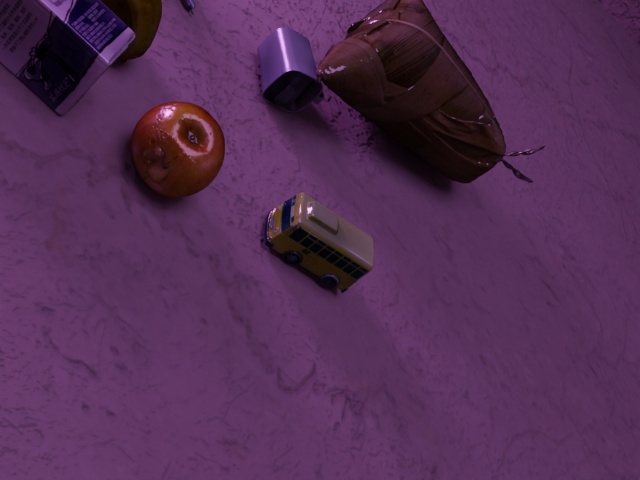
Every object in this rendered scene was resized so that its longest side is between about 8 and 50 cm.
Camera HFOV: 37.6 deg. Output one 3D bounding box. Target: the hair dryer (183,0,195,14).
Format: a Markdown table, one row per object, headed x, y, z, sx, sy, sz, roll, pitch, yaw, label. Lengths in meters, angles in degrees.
| x | y | z | sx | sy | sz | roll | pitch | yaw | label |
| --- | --- | --- | --- | --- | --- | --- | --- | --- | --- |
| -0.253 | -0.459 | 1.700 | 0.063 | 0.037 | 0.114 | -15 | 80 | -51 | hair dryer |

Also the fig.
| x | y | z | sx | sy | sz | roll | pitch | yaw | label |
| --- | --- | --- | --- | --- | --- | --- | --- | --- | --- |
| -0.317 | -0.366 | 1.465 | 0.154 | 0.144 | 0.166 | 74 | -7 | -85 | fig |

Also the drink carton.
| x | y | z | sx | sy | sz | roll | pitch | yaw | label |
| --- | --- | --- | --- | --- | --- | --- | --- | --- | --- |
| -0.394 | -0.306 | 1.317 | 0.222 | 0.134 | 0.102 | 42 | 39 | -16 | drink carton |

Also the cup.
| x | y | z | sx | sy | sz | roll | pitch | yaw | label |
| --- | --- | --- | --- | --- | --- | --- | --- | --- | --- |
| -0.048 | -0.313 | 1.763 | 0.128 | 0.095 | 0.129 | 21 | 46 | -39 | cup |

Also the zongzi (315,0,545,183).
| x | y | z | sx | sy | sz | roll | pitch | yaw | label |
| --- | --- | --- | --- | --- | --- | --- | --- | --- | --- |
| 0.197 | -0.214 | 1.873 | 0.500 | 0.218 | 0.467 | 51 | 38 | -12 | zongzi |

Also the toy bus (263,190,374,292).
| x | y | z | sx | sy | sz | roll | pitch | yaw | label |
| --- | --- | --- | --- | --- | --- | --- | --- | --- | --- |
| 0.000 | 0.000 | 1.554 | 0.175 | 0.101 | 0.088 | 33 | 41 | -26 | toy bus |

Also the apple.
| x | y | z | sx | sy | sz | roll | pitch | yaw | label |
| --- | --- | --- | --- | --- | --- | --- | --- | --- | --- |
| -0.209 | -0.140 | 1.400 | 0.146 | 0.146 | 0.146 | 30 | 42 | -31 | apple |
